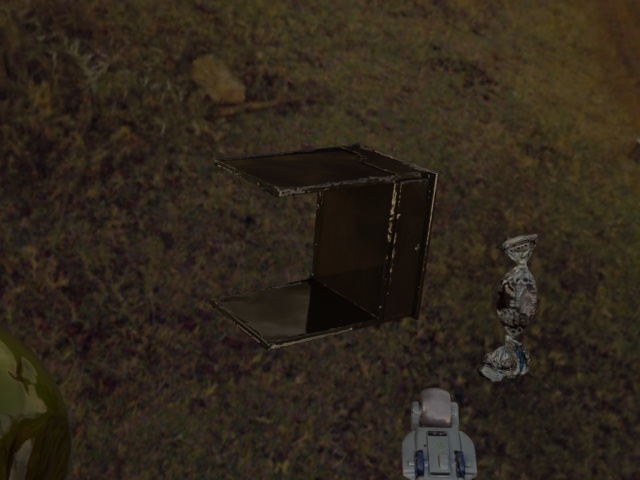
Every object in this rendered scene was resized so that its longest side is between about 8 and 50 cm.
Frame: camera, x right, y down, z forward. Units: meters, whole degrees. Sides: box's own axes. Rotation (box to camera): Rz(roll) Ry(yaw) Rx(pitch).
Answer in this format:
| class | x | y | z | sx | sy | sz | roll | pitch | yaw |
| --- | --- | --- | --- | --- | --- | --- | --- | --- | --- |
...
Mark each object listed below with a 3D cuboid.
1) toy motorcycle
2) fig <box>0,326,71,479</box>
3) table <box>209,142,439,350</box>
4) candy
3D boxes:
| class | x | y | z | sx | sy | sz | roll | pitch | yaw |
| --- | --- | --- | --- | --- | --- | --- | --- | --- | --- |
| toy motorcycle | 0.172 | 0.336 | 1.141 | 0.113 | 0.112 | 0.254 | 19 | 41 | -13 |
| fig | -0.359 | 0.165 | 0.705 | 0.239 | 0.239 | 0.271 | -10 | 55 | -44 |
| table | 0.000 | 0.000 | 1.189 | 0.282 | 0.250 | 0.196 | -9 | 25 | -35 |
| candy | 0.280 | 0.099 | 1.145 | 0.094 | 0.226 | 0.051 | 13 | 4 | 39 |
